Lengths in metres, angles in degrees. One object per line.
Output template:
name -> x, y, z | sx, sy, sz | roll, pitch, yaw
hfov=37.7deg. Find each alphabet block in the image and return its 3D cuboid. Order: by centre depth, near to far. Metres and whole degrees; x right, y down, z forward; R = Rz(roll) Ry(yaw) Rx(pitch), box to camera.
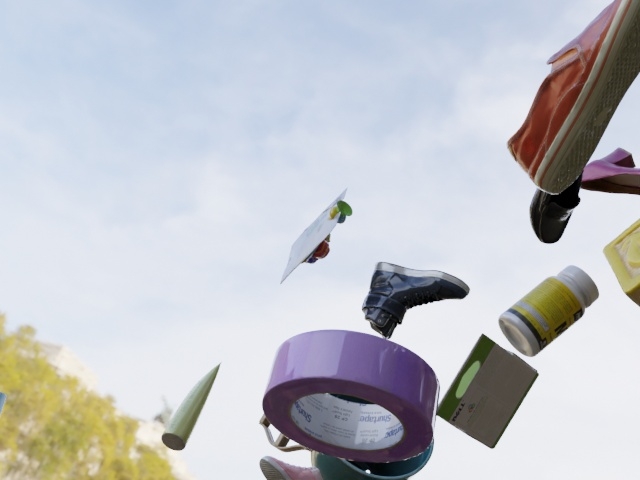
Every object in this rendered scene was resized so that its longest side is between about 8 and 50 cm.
alphabet block -> 0.750, 0.061, 1.978 | 0.197, 0.192, 0.193 | 38, -68, -21

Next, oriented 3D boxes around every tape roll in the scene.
tape roll -> 0.049, 0.253, 1.495 | 0.275, 0.090, 0.274 | 10, -36, 7

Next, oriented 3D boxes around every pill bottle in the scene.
pill bottle -> 0.506, 0.153, 2.071 | 0.119, 0.208, 0.119 | 49, -15, 17

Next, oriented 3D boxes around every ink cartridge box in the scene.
ink cartridge box -> 0.306, 0.285, 1.872 | 0.097, 0.188, 0.255 | 28, -5, 45

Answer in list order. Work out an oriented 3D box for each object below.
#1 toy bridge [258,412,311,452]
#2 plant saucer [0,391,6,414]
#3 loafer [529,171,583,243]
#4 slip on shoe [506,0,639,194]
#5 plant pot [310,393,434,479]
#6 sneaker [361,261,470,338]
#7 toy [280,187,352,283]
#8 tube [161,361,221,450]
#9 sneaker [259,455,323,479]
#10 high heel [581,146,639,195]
toy bridge -> -0.078, 0.435, 2.076 | 0.188, 0.063, 0.026 | 15, -22, 51
plant saucer -> -0.644, 0.345, 1.776 | 0.067, 0.192, 0.018 | -15, -68, -3
loafer -> 0.425, -0.073, 1.678 | 0.076, 0.078, 0.223 | -14, -47, -13
slip on shoe -> 0.332, -0.218, 1.159 | 0.101, 0.123, 0.331 | 40, -60, 29
plant pot -> 0.092, 0.505, 2.191 | 0.272, 0.271, 0.255 | 23, -49, 0
sneaker -> 0.197, 0.142, 2.009 | 0.226, 0.163, 0.086 | 8, -30, 28
toy -> 0.000, 0.000, 2.110 | 0.056, 0.137, 0.237 | 30, -49, -12
tube -> -0.298, 0.386, 2.204 | 0.070, 0.240, 0.062 | 0, -54, 19
sneaker -> -0.049, 0.438, 1.750 | 0.134, 0.070, 0.051 | 40, -47, 7
high heel -> 0.586, -0.098, 1.765 | 0.082, 0.117, 0.244 | 57, -4, -37
